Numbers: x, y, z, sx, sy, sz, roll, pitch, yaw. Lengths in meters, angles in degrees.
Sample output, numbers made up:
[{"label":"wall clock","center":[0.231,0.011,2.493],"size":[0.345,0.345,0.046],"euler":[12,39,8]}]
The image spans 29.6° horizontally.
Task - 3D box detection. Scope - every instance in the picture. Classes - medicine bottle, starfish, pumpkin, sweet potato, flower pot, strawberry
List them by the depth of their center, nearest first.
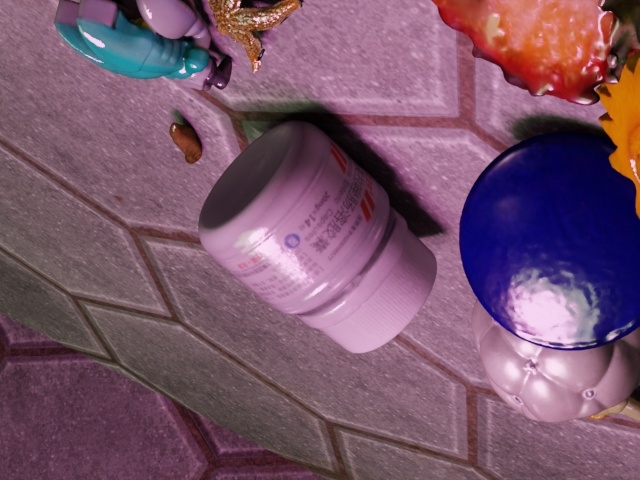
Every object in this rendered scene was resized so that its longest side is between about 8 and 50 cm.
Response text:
[{"label":"strawberry","center":[0.206,-0.260,1.126],"size":[0.280,0.150,0.253],"euler":[3,123,54]},{"label":"pumpkin","center":[0.378,-0.138,1.248],"size":[0.254,0.149,0.130],"euler":[73,174,-55]},{"label":"starfish","center":[-0.119,-0.310,1.571],"size":[0.176,0.053,0.208],"euler":[41,152,3]},{"label":"flower pot","center":[0.324,0.120,1.634],"size":[0.246,0.246,0.195],"euler":[-1,113,53]},{"label":"medicine bottle","center":[0.000,0.000,1.790],"size":[0.306,0.245,0.245],"euler":[41,156,-23]},{"label":"sweet potato","center":[-0.220,-0.160,2.016],"size":[0.041,0.038,0.153],"euler":[48,172,19]}]

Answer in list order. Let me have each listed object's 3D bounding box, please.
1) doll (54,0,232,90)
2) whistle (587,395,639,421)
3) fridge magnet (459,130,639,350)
[{"label":"doll","center":[-0.246,-0.291,1.666],"size":[0.195,0.153,0.258],"euler":[4,168,19]},{"label":"whistle","center":[0.406,0.230,1.890],"size":[0.141,0.141,0.294],"euler":[3,144,50]},{"label":"fridge magnet","center":[0.297,0.001,1.461],"size":[0.265,0.265,0.113],"euler":[22,-163,22]}]
